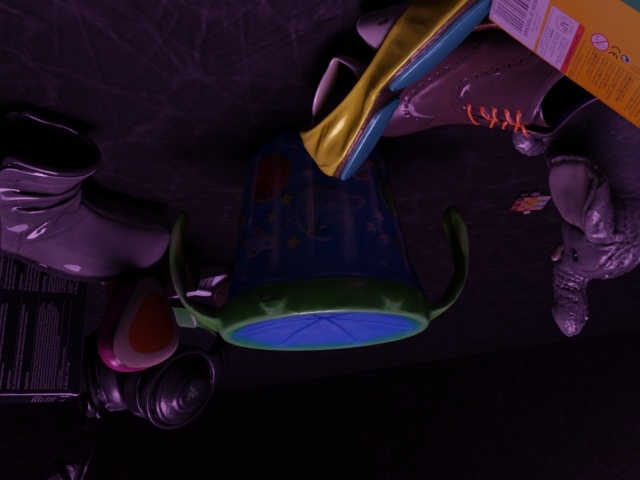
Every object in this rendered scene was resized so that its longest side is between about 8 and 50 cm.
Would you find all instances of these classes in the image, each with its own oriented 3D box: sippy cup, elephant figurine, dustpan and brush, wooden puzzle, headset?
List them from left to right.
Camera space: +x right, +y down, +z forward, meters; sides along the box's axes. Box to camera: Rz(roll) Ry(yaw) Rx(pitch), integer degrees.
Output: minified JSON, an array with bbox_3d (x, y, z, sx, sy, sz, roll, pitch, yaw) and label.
[{"bbox_3d":[-0.290,0.242,0.940,0.243,0.185,0.394,2,-153,16],"label":"headset"},{"bbox_3d":[-0.281,0.088,1.138,0.211,0.060,0.147,8,158,-29],"label":"dustpan and brush"},{"bbox_3d":[0.000,0.000,0.693,0.305,0.224,0.240,13,155,-38],"label":"sippy cup"},{"bbox_3d":[0.321,-0.058,0.905,0.049,0.006,0.083,-4,160,1],"label":"wooden puzzle"},{"bbox_3d":[0.298,-0.041,0.601,0.169,0.239,0.186,-12,158,25],"label":"elephant figurine"}]

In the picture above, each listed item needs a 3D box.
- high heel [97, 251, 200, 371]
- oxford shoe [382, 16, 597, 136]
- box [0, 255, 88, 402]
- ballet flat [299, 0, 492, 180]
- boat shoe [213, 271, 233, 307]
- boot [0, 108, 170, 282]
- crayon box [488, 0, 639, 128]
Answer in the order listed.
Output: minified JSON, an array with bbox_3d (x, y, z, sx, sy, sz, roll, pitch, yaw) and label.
[{"bbox_3d":[-0.306,0.111,0.900,0.181,0.127,0.377,-13,-170,4],"label":"high heel"},{"bbox_3d":[0.154,-0.136,0.520,0.271,0.098,0.097,-17,156,34],"label":"oxford shoe"},{"bbox_3d":[-0.416,0.081,0.796,0.184,0.261,0.103,9,157,-29],"label":"box"},{"bbox_3d":[0.050,-0.145,0.503,0.077,0.077,0.231,-37,171,-46],"label":"ballet flat"},{"bbox_3d":[-0.126,0.065,1.115,0.190,0.068,0.072,-30,-177,36],"label":"boat shoe"},{"bbox_3d":[-0.300,-0.046,0.696,0.338,0.118,0.222,6,153,-40],"label":"boot"},{"bbox_3d":[0.189,-0.179,0.290,0.081,0.165,0.278,-42,161,-8],"label":"crayon box"}]
